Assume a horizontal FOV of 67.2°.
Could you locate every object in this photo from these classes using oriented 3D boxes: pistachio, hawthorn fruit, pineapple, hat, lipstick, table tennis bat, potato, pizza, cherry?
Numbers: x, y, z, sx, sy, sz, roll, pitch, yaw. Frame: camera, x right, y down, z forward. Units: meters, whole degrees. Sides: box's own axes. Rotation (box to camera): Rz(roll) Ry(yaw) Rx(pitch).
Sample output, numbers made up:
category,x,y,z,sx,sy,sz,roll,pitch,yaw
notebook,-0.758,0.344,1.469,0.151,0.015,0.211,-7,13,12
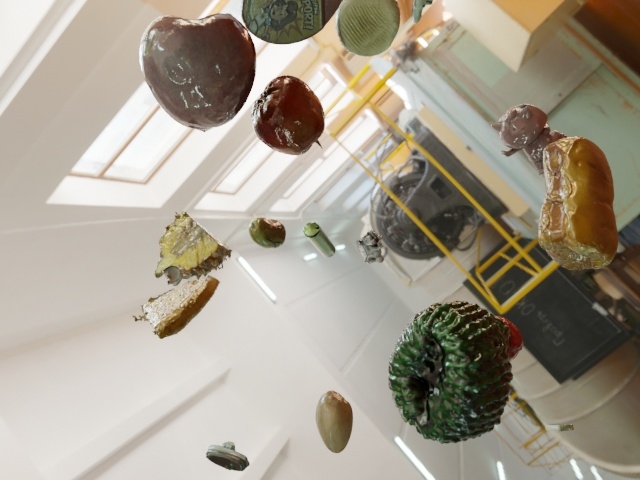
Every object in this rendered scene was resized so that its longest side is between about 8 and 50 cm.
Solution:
category,x,y,z,sx,sy,sz,roll,pitch,yaw
pistachio,0.051,0.666,1.782,0.144,0.143,0.215,17,-112,-65
hawthorn fruit,-0.063,-0.287,1.156,0.200,0.179,0.179,30,-162,-25
pineapple,-0.546,0.080,2.040,0.344,0.286,0.209,36,172,36
hat,0.321,0.256,1.010,0.332,0.274,0.242,-5,-143,-39
lipstick,0.000,0.000,2.115,0.076,0.076,0.304,52,-179,24
table tennis bat,-0.029,-0.698,1.385,0.268,0.414,0.051,87,164,-63
potato,-0.266,-0.039,2.439,0.248,0.143,0.169,20,-146,-59
pizza,-0.457,0.204,1.491,0.280,0.287,0.075,-46,-61,-40
cherry,-0.242,-0.339,0.986,0.239,0.239,0.206,38,170,-31

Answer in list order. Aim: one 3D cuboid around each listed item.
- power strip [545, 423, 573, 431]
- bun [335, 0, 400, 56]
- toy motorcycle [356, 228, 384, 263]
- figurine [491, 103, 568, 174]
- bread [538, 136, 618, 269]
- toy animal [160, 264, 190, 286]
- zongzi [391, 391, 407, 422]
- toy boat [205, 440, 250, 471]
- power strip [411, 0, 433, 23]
category,x,y,z,sx,sy,sz,roll,pitch,yaw
power strip,0.625,0.489,1.260,0.090,0.040,0.016,89,177,-69
bun,0.155,-0.734,1.597,0.220,0.220,0.134,40,-149,-24
toy motorcycle,0.270,0.046,2.500,0.171,0.110,0.260,50,159,9
figurine,0.735,-0.369,1.691,0.287,0.176,0.186,29,-129,-20
bread,0.650,-0.100,1.211,0.195,0.148,0.344,34,-122,-31
toy animal,-0.539,0.127,1.782,0.071,0.085,0.124,45,164,3
zongzi,0.233,0.372,1.165,0.052,0.113,0.104,53,-170,-37
toy boat,-0.258,0.596,1.346,0.066,0.139,0.059,-46,-45,-57
power strip,0.183,-0.426,0.875,0.035,0.055,0.083,7,-172,5
